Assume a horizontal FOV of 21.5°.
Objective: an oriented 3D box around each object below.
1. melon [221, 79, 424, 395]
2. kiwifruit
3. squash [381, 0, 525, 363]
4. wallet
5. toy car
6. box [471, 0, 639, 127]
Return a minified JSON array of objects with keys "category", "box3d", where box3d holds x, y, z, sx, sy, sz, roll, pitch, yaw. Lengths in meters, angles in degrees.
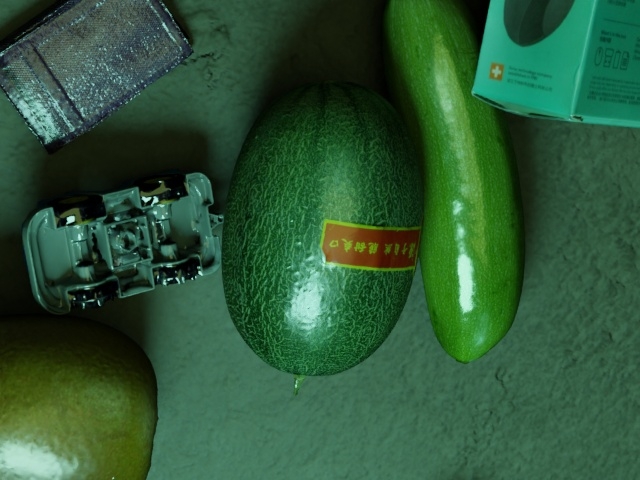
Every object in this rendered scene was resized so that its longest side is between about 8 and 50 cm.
[{"category":"melon","box3d":[0.000,0.000,1.511,0.182,0.182,0.288,6,103,-14]},{"category":"kiwifruit","box3d":[-0.259,0.156,1.480,0.234,0.196,0.196,-1,101,-10]},{"category":"squash","box3d":[0.126,-0.076,1.564,0.107,0.107,0.395,-13,102,-10]},{"category":"wallet","box3d":[-0.207,-0.166,1.511,0.166,0.030,0.111,-37,105,-4]},{"category":"toy car","box3d":[-0.185,-0.003,1.520,0.191,0.100,0.097,-15,104,-30]},{"category":"box","box3d":[0.260,-0.260,1.508,0.205,0.118,0.311,-2,105,-51]}]
